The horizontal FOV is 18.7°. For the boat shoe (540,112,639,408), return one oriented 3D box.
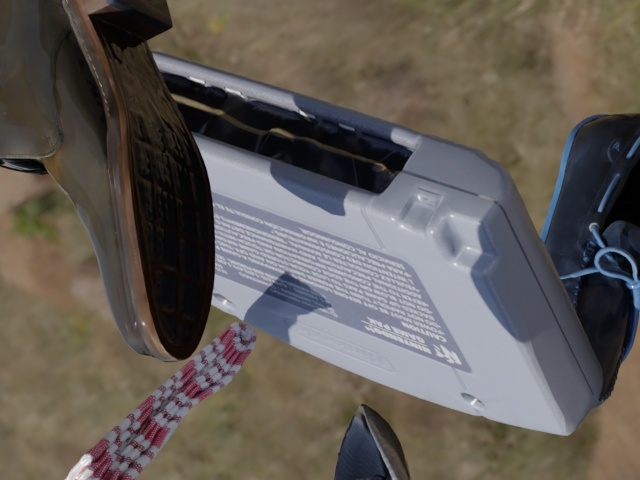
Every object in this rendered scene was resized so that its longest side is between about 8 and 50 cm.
[{"bbox_3d":[0.224,0.005,1.512,0.089,0.258,0.109,-10,151,37],"label":"boat shoe"}]

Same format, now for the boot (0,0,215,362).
[{"bbox_3d":[-0.115,-0.039,0.864,0.082,0.106,0.219,30,-135,-61],"label":"boot"}]

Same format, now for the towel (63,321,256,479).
[{"bbox_3d":[-0.109,0.127,1.015,0.029,0.197,0.144,43,118,3],"label":"towel"}]

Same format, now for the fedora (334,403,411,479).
[{"bbox_3d":[-0.024,0.179,0.652,0.275,0.124,0.243,-99,6,-87],"label":"fedora"}]

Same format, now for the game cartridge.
[{"bbox_3d":[0.000,0.000,0.990,0.294,0.060,0.196,20,151,36],"label":"game cartridge"}]
